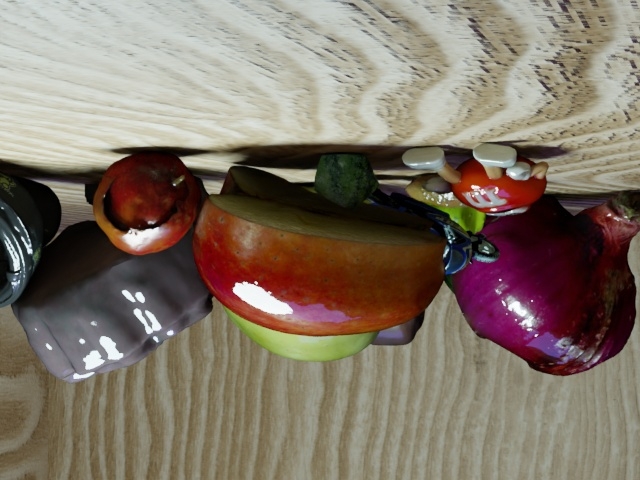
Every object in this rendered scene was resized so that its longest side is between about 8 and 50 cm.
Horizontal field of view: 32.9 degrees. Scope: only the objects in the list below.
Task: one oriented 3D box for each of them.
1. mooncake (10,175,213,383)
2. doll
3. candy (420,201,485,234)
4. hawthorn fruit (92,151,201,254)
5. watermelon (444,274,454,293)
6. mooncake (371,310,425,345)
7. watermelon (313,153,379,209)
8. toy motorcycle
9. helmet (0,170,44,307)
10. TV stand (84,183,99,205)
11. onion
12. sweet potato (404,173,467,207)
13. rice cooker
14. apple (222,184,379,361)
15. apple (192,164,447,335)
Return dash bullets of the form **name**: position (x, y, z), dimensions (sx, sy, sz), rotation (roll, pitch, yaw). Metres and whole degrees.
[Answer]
- **mooncake**: position (-0.334, 0.074, 1.814), dimensions (0.381, 0.212, 0.350), rotation (-13, -157, 45)
- **doll**: position (0.226, -0.082, 1.480), dimensions (0.183, 0.085, 0.217), rotation (-2, 168, 30)
- **candy**: position (0.250, -0.056, 2.208), dimensions (0.097, 0.096, 0.209), rotation (1, -177, -26)
- **hawthorn fruit**: position (-0.231, -0.057, 1.500), dimensions (0.148, 0.148, 0.172), rotation (2, 167, -43)
- **watermelon**: position (0.404, 0.038, 2.626), dimensions (0.242, 0.242, 0.242), rotation (0, 178, 0)
- **mooncake**: position (0.154, 0.061, 2.472), dimensions (0.174, 0.325, 0.334), rotation (2, 145, 9)
- **watermelon**: position (0.029, -0.093, 1.532), dimensions (0.092, 0.084, 0.072), rotation (41, -178, -26)
- **toy motorcycle**: position (0.159, -0.021, 1.844), dimensions (0.315, 0.113, 0.169), rotation (23, -156, 0)
- **helmet**: position (-0.540, -0.029, 1.727), dimensions (0.231, 0.279, 0.160), rotation (31, -141, -5)
- **TV stand**: position (-0.412, -0.085, 2.084), dimensions (0.049, 0.040, 0.256), rotation (0, 178, -5)
- **onion**: position (0.504, 0.053, 2.179), dimensions (0.398, 0.398, 0.420), rotation (2, 151, -37)
- **sweet potato**: position (0.224, -0.080, 1.771), dimensions (0.206, 0.060, 0.068), rotation (12, 178, 45)
- **rice cooker**: position (-0.556, -0.045, 1.899), dimensions (0.203, 0.142, 0.118), rotation (-5, 165, 19)
- **apple**: position (-0.031, 0.059, 2.068), dimensions (0.357, 0.357, 0.357), rotation (0, 178, 0)
- **apple**: position (0.000, 0.000, 1.578), dimensions (0.365, 0.328, 0.295), rotation (12, 144, -6)
